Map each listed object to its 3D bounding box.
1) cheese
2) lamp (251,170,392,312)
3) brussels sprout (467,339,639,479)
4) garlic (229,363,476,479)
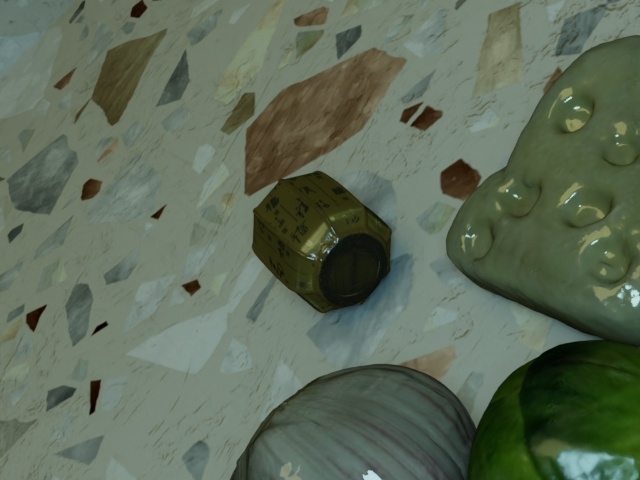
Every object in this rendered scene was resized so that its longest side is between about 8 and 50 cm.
[{"bbox_3d":[0.335,-0.048,1.329,0.351,0.129,0.328,-51,35,1],"label":"cheese"},{"bbox_3d":[0.000,0.000,1.601,0.161,0.161,0.185,-50,38,-2],"label":"lamp"},{"bbox_3d":[0.274,0.206,1.118,0.271,0.210,0.219,2,32,21],"label":"brussels sprout"},{"bbox_3d":[0.038,0.270,1.237,0.317,0.259,0.317,-56,2,3],"label":"garlic"}]
